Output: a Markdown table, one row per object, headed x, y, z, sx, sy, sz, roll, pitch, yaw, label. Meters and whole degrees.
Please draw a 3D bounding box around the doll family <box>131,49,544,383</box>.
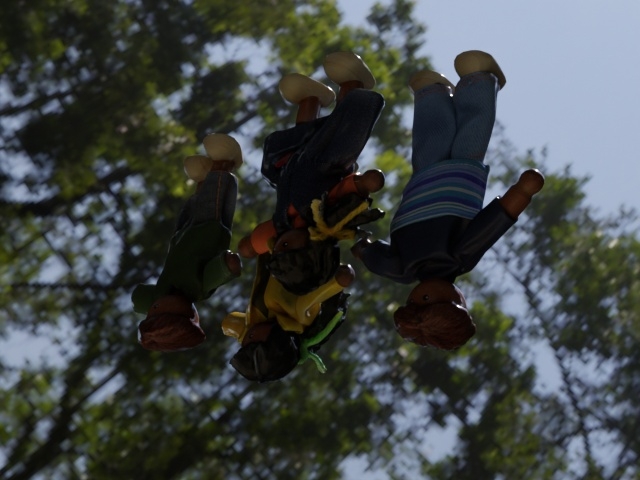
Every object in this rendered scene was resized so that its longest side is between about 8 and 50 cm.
| x | y | z | sx | sy | sz | roll | pitch | yaw | label |
| --- | --- | --- | --- | --- | --- | --- | --- | --- | --- |
| 0.000 | 0.000 | 0.535 | 0.076 | 0.111 | 0.193 | 28 | -36 | -22 | doll family |
